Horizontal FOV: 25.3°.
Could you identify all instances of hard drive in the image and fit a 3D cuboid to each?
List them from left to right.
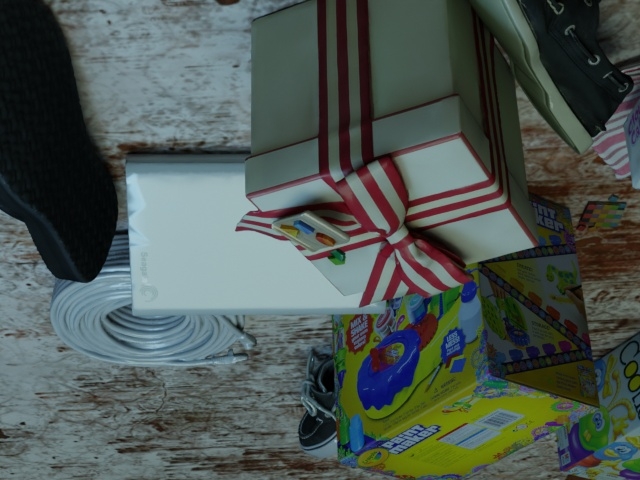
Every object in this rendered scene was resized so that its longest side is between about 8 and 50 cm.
[{"bbox_3d":[-0.073,-0.006,1.694,0.307,0.040,0.203,-1,116,-3],"label":"hard drive"}]

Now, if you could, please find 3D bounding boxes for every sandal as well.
[{"bbox_3d":[-0.323,-0.092,1.527,0.107,0.167,0.446,12,150,12],"label":"sandal"}]

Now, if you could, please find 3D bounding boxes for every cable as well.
[{"bbox_3d":[-0.225,0.080,1.867,0.257,0.089,0.257,-6,147,8],"label":"cable"}]

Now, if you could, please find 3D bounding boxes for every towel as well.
[{"bbox_3d":[0.365,-0.134,1.608,0.144,0.029,0.197,-20,144,27],"label":"towel"}]

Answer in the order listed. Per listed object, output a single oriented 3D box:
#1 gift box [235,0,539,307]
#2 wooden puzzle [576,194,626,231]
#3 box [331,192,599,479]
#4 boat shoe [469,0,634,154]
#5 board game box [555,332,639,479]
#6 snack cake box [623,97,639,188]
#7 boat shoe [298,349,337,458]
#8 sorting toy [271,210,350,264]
[{"bbox_3d":[0.060,-0.086,1.453,0.276,0.258,0.255,-20,144,25],"label":"gift box"},{"bbox_3d":[0.355,-0.032,1.792,0.049,0.006,0.083,1,148,-5],"label":"wooden puzzle"},{"bbox_3d":[0.168,0.118,1.766,0.177,0.279,0.290,19,142,-30],"label":"box"},{"bbox_3d":[0.228,-0.219,1.392,0.113,0.127,0.340,-39,133,2],"label":"boat shoe"},{"bbox_3d":[0.487,0.244,2.114,0.142,0.144,0.275,16,143,-26],"label":"board game box"},{"bbox_3d":[0.478,-0.123,1.523,0.264,0.089,0.152,2,152,-10],"label":"snack cake box"},{"bbox_3d":[0.026,0.214,2.074,0.105,0.113,0.306,19,140,-20],"label":"boat shoe"},{"bbox_3d":[0.000,0.000,1.362,0.083,0.012,0.062,31,153,-25],"label":"sorting toy"}]
